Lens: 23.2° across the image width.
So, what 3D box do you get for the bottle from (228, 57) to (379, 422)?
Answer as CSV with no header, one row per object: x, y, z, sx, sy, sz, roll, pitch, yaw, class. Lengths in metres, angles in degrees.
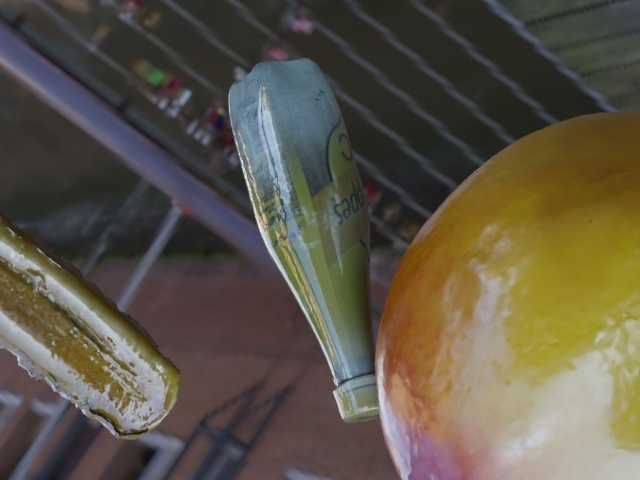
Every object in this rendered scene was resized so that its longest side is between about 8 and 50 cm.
0.000,0.000,1.120,0.083,0.083,0.269,91,163,-72,bottle

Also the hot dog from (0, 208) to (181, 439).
-0.224,0.036,1.149,0.289,0.083,0.068,43,170,-10,hot dog

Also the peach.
0.179,0.060,1.046,0.289,0.308,0.289,164,90,-86,peach
